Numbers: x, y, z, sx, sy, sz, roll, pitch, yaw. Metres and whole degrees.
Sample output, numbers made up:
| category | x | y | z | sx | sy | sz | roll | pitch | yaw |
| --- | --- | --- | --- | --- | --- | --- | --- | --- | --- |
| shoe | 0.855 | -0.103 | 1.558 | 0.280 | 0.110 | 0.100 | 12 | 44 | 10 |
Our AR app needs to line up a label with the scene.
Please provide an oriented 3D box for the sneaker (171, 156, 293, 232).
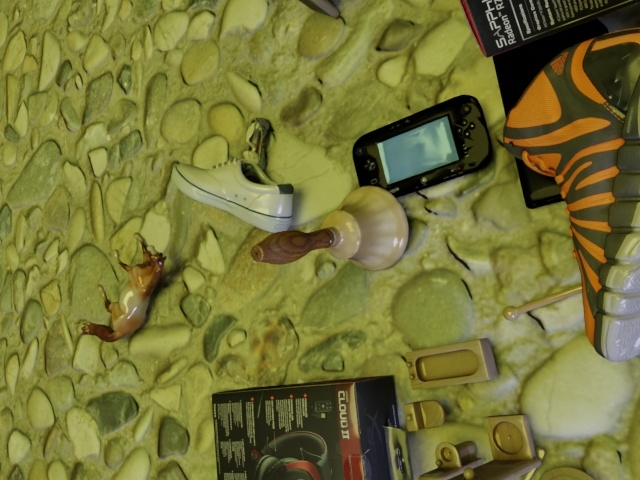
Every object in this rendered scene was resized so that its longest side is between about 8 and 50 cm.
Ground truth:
| category | x | y | z | sx | sy | sz | roll | pitch | yaw |
| --- | --- | --- | --- | --- | --- | --- | --- | --- | --- |
| sneaker | -0.146 | -0.099 | 0.941 | 0.258 | 0.094 | 0.091 | 23 | 106 | 25 |

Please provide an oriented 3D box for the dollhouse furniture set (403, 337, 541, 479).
| category | x | y | z | sx | sy | sz | roll | pitch | yaw |
| --- | --- | --- | --- | --- | --- | --- | --- | --- | --- |
| dollhouse furniture set | 0.149 | 0.201 | 0.653 | 0.144 | 0.123 | 0.151 | -22 | 71 | 41 |

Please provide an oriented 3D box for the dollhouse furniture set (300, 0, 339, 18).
| category | x | y | z | sx | sy | sz | roll | pitch | yaw |
| --- | --- | --- | --- | --- | --- | --- | --- | --- | --- |
| dollhouse furniture set | 0.028 | -0.537 | 0.773 | 0.394 | 0.256 | 0.362 | 37 | 105 | 33 |

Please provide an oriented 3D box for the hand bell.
| category | x | y | z | sx | sy | sz | roll | pitch | yaw |
| --- | --- | --- | --- | --- | --- | --- | --- | --- | --- |
| hand bell | 0.000 | 0.000 | 0.714 | 0.126 | 0.242 | 0.126 | 8 | 103 | 37 |

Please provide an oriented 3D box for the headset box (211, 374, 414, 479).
| category | x | y | z | sx | sy | sz | roll | pitch | yaw |
| --- | --- | --- | --- | --- | --- | --- | --- | --- | --- |
| headset box | -0.007 | 0.310 | 0.771 | 0.293 | 0.110 | 0.218 | -16 | 75 | 34 |

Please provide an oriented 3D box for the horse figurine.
| category | x | y | z | sx | sy | sz | roll | pitch | yaw |
| --- | --- | --- | --- | --- | --- | --- | --- | --- | --- |
| horse figurine | -0.386 | 0.106 | 1.103 | 0.174 | 0.066 | 0.263 | 38 | 103 | 39 |

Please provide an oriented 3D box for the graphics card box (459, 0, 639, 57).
| category | x | y | z | sx | sy | sz | roll | pitch | yaw |
| --- | --- | --- | --- | --- | --- | --- | --- | --- | --- |
| graphics card box | 0.339 | -0.322 | 0.542 | 0.371 | 0.233 | 0.094 | -13 | 120 | 34 |

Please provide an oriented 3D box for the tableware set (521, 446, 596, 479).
| category | x | y | z | sx | sy | sz | roll | pitch | yaw |
| --- | --- | --- | --- | --- | --- | --- | --- | --- | --- |
| tableware set | 0.261 | 0.348 | 0.619 | 0.128 | 0.039 | 0.194 | 33 | 97 | 46 |

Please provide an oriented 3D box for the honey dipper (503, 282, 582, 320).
| category | x | y | z | sx | sy | sz | roll | pitch | yaw |
| --- | --- | --- | --- | --- | --- | --- | --- | --- | --- |
| honey dipper | 0.288 | 0.063 | 0.643 | 0.161 | 0.030 | 0.030 | -29 | 68 | 31 |

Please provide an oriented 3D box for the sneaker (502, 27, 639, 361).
| category | x | y | z | sx | sy | sz | roll | pitch | yaw |
| --- | --- | --- | --- | --- | --- | --- | --- | --- | --- |
| sneaker | 0.285 | -0.047 | 0.571 | 0.180 | 0.125 | 0.321 | 31 | 125 | 58 |

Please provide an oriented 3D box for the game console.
| category | x | y | z | sx | sy | sz | roll | pitch | yaw |
| --- | --- | --- | --- | --- | --- | --- | --- | --- | --- |
| game console | 0.203 | -0.129 | 0.722 | 0.361 | 0.044 | 0.213 | -17 | 74 | 34 |

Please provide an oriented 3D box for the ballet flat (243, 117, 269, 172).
| category | x | y | z | sx | sy | sz | roll | pitch | yaw |
| --- | --- | --- | --- | --- | --- | --- | --- | --- | --- |
| ballet flat | -0.116 | -0.160 | 0.959 | 0.041 | 0.041 | 0.114 | 6 | 87 | 36 |
